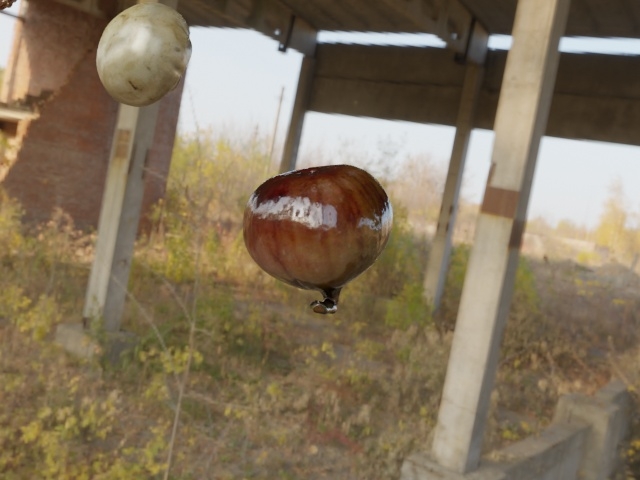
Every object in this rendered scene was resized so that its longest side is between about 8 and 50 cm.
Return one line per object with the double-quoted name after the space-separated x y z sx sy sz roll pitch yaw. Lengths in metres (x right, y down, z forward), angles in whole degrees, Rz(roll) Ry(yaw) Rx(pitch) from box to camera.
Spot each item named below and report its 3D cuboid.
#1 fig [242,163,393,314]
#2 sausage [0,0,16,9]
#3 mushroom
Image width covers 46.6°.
-0.003 -0.018 1.156 0.235 0.214 0.235 -13 37 10 "fig"
-0.529 -0.414 0.901 0.433 0.088 0.088 36 7 10 "sausage"
-0.268 -0.286 1.152 0.166 0.166 0.127 12 -7 43 "mushroom"
